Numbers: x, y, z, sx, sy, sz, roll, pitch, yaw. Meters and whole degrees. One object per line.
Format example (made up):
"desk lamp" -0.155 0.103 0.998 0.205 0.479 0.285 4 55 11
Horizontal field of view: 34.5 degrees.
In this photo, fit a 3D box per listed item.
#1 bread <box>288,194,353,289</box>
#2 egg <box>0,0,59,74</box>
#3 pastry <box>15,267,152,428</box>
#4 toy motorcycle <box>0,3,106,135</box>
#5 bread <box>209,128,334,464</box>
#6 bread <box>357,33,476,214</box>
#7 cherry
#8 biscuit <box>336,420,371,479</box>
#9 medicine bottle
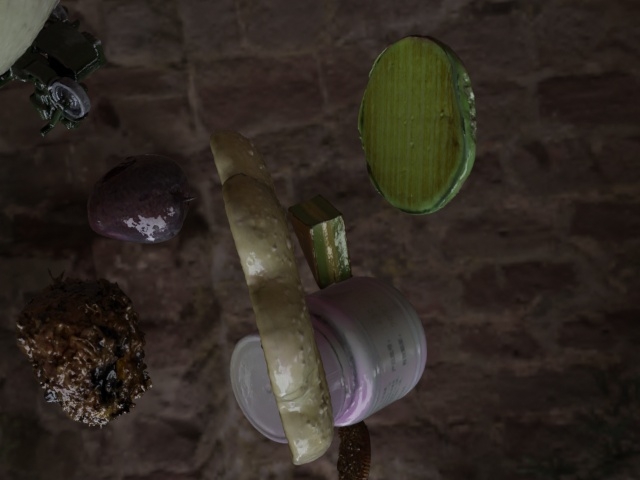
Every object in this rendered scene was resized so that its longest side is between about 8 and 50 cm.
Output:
"bread" 0.001 0.004 1.808 0.074 0.139 0.084 -24 -144 -18
"egg" -0.354 -0.218 0.783 0.336 0.337 0.201 -6 -139 2
"pastry" -0.368 0.170 1.677 0.193 0.275 0.275 -36 -167 -1
"toy motorcycle" -0.477 -0.317 1.836 0.275 0.127 0.205 33 -124 16
"bread" -0.035 0.021 0.699 0.038 0.182 0.251 -13 -149 -4
"bread" 0.157 -0.187 1.697 0.045 0.302 0.301 -4 -172 -33
"cherry" -0.289 -0.068 1.664 0.176 0.140 0.176 -1 -155 1
"biscuit" 0.065 0.428 2.038 0.025 0.126 0.206 13 -135 -18
"medicine bottle" 0.015 0.210 1.816 0.241 0.241 0.302 4 -163 43
